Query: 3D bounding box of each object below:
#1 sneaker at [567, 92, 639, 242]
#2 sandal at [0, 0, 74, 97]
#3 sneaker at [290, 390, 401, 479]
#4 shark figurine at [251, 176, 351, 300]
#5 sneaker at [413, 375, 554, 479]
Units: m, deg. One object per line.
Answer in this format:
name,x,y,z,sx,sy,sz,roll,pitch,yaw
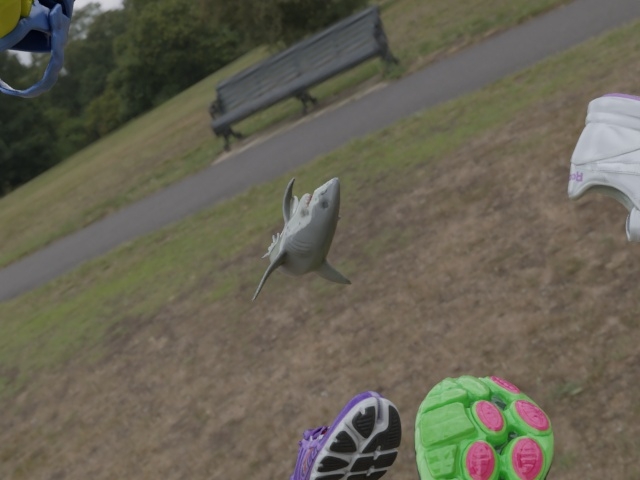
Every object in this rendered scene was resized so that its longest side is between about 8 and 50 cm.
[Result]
sneaker,0.418,-0.047,0.998,0.152,0.305,0.114,-66,-19,-1
sandal,-0.338,-0.277,1.072,0.126,0.138,0.317,-5,40,15
sneaker,0.007,0.172,0.741,0.068,0.071,0.170,2,-44,-28
shark figurine,-0.010,0.015,1.143,0.166,0.116,0.278,-64,7,-3
sneaker,0.194,0.368,1.103,0.185,0.202,0.483,7,44,-4
